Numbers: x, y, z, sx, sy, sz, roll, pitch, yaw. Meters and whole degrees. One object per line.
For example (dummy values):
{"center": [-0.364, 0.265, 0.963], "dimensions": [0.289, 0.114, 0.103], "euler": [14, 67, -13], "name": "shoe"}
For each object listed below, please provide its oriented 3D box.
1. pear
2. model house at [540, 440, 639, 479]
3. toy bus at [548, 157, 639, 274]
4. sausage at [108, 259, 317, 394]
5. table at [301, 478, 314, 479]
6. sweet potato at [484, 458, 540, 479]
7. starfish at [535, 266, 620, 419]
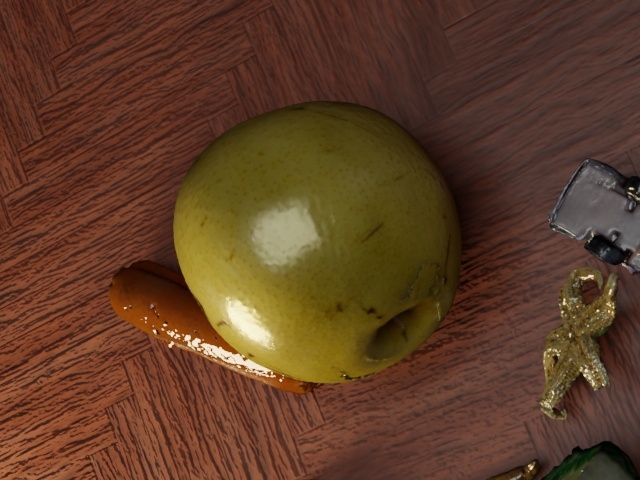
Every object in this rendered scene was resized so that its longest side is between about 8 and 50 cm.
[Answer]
{"center": [0.000, 0.000, 1.843], "dimensions": [0.348, 0.348, 0.348], "euler": [-3, 84, 24], "name": "pear"}
{"center": [0.304, 0.409, 1.701], "dimensions": [0.243, 0.298, 0.284], "euler": [-41, 82, -17], "name": "model house"}
{"center": [0.422, 0.023, 1.762], "dimensions": [0.317, 0.138, 0.112], "euler": [34, 94, 25], "name": "toy bus"}
{"center": [-0.141, 0.111, 2.032], "dimensions": [0.330, 0.102, 0.102], "euler": [20, 93, 24], "name": "sausage"}
{"center": [0.002, 0.430, 1.924], "dimensions": [0.121, 0.111, 0.240], "euler": [-46, 69, 13], "name": "table"}
{"center": [0.186, 0.332, 1.885], "dimensions": [0.214, 0.050, 0.050], "euler": [-43, 70, 11], "name": "sweet potato"}
{"center": [0.299, 0.113, 1.799], "dimensions": [0.210, 0.053, 0.150], "euler": [116, 144, -42], "name": "starfish"}
